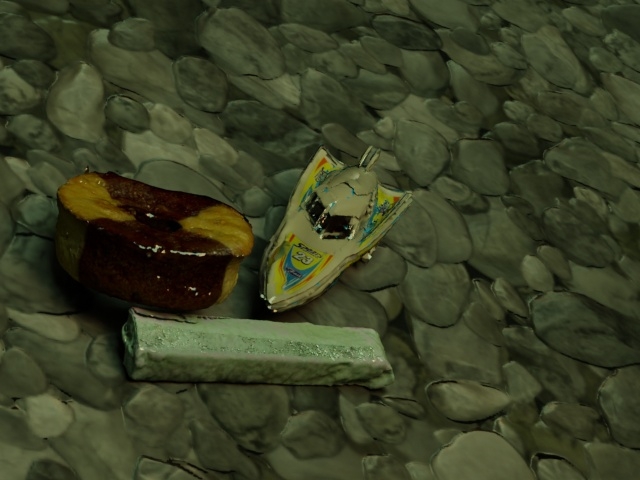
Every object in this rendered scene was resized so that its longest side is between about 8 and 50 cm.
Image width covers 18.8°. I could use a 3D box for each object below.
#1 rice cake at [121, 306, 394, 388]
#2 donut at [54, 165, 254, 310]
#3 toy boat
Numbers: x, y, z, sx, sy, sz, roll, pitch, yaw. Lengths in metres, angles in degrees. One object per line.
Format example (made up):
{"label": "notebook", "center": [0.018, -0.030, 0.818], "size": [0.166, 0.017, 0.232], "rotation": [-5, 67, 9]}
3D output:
{"label": "rice cake", "center": [-0.040, 0.075, 1.324], "size": [0.211, 0.034, 0.043], "rotation": [5, 44, -32]}
{"label": "donut", "center": [-0.114, 0.001, 1.316], "size": [0.140, 0.059, 0.140], "rotation": [15, 17, -5]}
{"label": "toy boat", "center": [0.000, 0.000, 1.422], "size": [0.084, 0.066, 0.210], "rotation": [31, 35, 4]}
